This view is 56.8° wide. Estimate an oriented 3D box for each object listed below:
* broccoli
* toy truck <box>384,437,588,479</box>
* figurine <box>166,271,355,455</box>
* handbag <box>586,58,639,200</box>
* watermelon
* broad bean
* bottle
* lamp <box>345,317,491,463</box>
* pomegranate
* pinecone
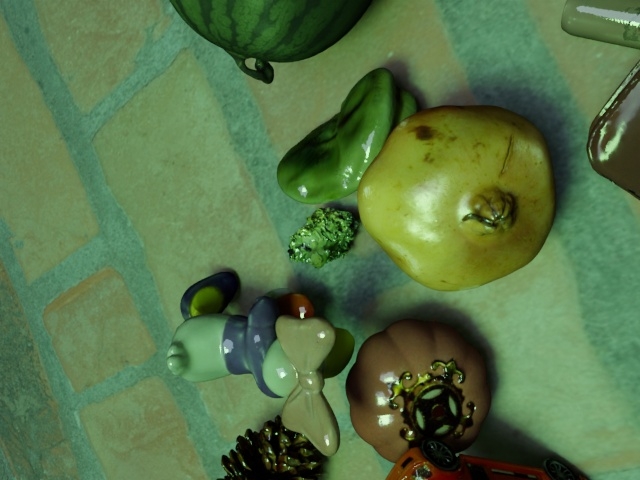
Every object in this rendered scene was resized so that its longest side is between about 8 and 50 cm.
[{"bbox_3d":[0.000,0.000,0.810,0.096,0.092,0.095,15,129,14],"label":"broccoli"},{"bbox_3d":[0.195,0.311,0.661,0.252,0.114,0.108,15,116,-18],"label":"toy truck"},{"bbox_3d":[-0.092,0.139,0.783,0.420,0.193,0.154,1,98,47],"label":"figurine"},{"bbox_3d":[0.407,-0.102,0.500,0.275,0.084,0.260,34,118,7],"label":"handbag"},{"bbox_3d":[-0.052,-0.361,0.660,0.278,0.278,0.360,25,110,26],"label":"watermelon"},{"bbox_3d":[0.031,-0.121,0.750,0.072,0.153,0.206,34,122,-28],"label":"broad bean"},{"bbox_3d":[0.316,-0.218,0.585,0.140,0.053,0.053,24,111,26],"label":"bottle"},{"bbox_3d":[0.118,0.185,0.736,0.181,0.140,0.182,0,93,-11],"label":"lamp"},{"bbox_3d":[0.145,-0.044,0.640,0.209,0.209,0.209,7,103,31],"label":"pomegranate"},{"bbox_3d":[-0.068,0.344,0.886,0.173,0.173,0.174,7,103,31],"label":"pinecone"}]
